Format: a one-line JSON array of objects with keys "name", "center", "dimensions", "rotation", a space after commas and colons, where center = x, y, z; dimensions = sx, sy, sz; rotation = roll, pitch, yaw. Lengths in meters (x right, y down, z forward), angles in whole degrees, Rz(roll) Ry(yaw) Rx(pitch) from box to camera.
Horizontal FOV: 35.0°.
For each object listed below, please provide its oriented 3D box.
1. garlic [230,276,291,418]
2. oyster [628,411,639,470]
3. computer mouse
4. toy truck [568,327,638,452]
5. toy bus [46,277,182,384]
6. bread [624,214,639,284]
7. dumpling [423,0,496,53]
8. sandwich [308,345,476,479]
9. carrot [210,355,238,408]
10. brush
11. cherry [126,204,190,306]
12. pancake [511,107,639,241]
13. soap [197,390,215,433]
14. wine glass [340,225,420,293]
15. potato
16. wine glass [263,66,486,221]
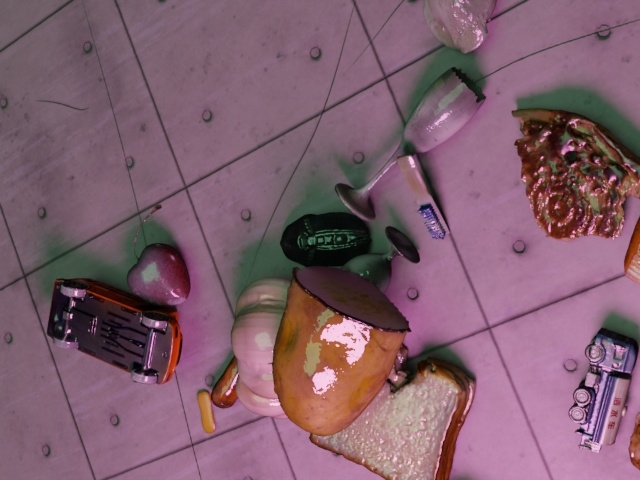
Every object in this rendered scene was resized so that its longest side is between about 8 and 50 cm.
[{"name": "garlic", "center": [-0.072, 0.209, 1.920], "dimensions": [0.203, 0.185, 0.281], "rotation": [-2, 91, 12]}, {"name": "oyster", "center": [0.669, 0.278, 1.569], "dimensions": [0.396, 0.111, 0.204], "rotation": [-9, 85, 32]}, {"name": "computer mouse", "center": [0.000, 0.000, 1.935], "dimensions": [0.192, 0.062, 0.105], "rotation": [-4, 91, 30]}, {"name": "toy truck", "center": [0.470, 0.252, 1.690], "dimensions": [0.088, 0.074, 0.201], "rotation": [16, 100, 22]}, {"name": "toy bus", "center": [-0.411, 0.182, 2.115], "dimensions": [0.329, 0.153, 0.142], "rotation": [17, 102, 28]}, {"name": "bread", "center": [0.574, -0.026, 1.561], "dimensions": [0.133, 0.179, 0.250], "rotation": [36, 109, 27]}, {"name": "dumpling", "center": [0.229, -0.433, 1.763], "dimensions": [0.153, 0.108, 0.219], "rotation": [-8, 87, 28]}, {"name": "sandwich", "center": [0.131, 0.311, 1.864], "dimensions": [0.273, 0.095, 0.248], "rotation": [21, 101, 26]}, {"name": "carrot", "center": [-0.169, 0.267, 2.049], "dimensions": [0.055, 0.055, 0.161], "rotation": [35, 102, 22]}, {"name": "brush", "center": [0.180, -0.073, 1.802], "dimensions": [0.033, 0.030, 0.178], "rotation": [-6, 126, 38]}, {"name": "cherry", "center": [-0.314, 0.050, 2.080], "dimensions": [0.188, 0.115, 0.148], "rotation": [-53, 50, 14]}, {"name": "pancake", "center": [0.440, -0.122, 1.698], "dimensions": [0.212, 0.056, 0.257], "rotation": [-16, 93, 35]}, {"name": "soap", "center": [-0.237, 0.357, 2.109], "dimensions": [0.034, 0.012, 0.089], "rotation": [-11, 87, 29]}, {"name": "wine glass", "center": [0.083, 0.070, 1.877], "dimensions": [0.202, 0.093, 0.093], "rotation": [-42, 74, 22]}, {"name": "potato", "center": [0.019, 0.209, 1.760], "dimensions": [0.229, 0.229, 0.266], "rotation": [28, 106, 24]}, {"name": "wine glass", "center": [0.103, -0.197, 1.765], "dimensions": [0.309, 0.264, 0.096], "rotation": [-46, 45, 22]}]
